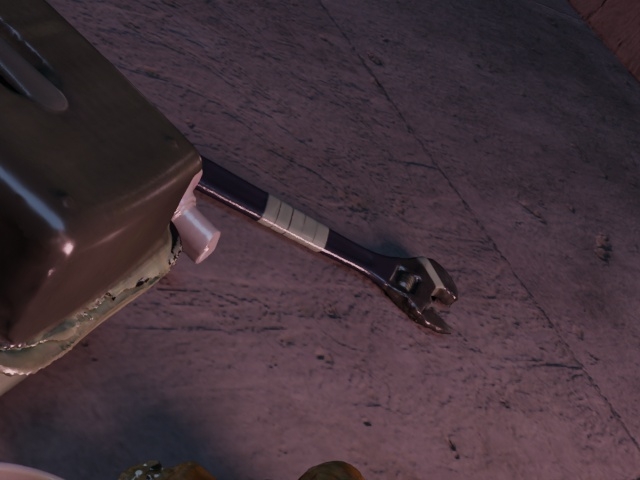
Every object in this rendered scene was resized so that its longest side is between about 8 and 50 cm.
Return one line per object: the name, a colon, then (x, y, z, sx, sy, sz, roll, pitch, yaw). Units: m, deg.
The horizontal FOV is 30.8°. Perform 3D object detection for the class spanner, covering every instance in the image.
spanner: (0.000, 0.000, 1.026, 0.316, 0.024, 0.087, 28, 36, -25)

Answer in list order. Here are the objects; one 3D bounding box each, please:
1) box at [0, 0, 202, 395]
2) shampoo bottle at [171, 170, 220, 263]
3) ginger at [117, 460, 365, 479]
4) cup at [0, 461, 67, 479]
box: (-0.224, -0.053, 0.663, 0.290, 0.166, 0.220, 43, 27, 2)
shampoo bottle: (-0.187, -0.099, 0.856, 0.303, 0.092, 0.092, 44, 28, 5)
ginger: (0.029, 0.224, 0.675, 0.334, 0.081, 0.148, 41, 32, 1)
cup: (-0.138, 0.174, 0.470, 0.134, 0.142, 0.173, 41, 28, 0)
